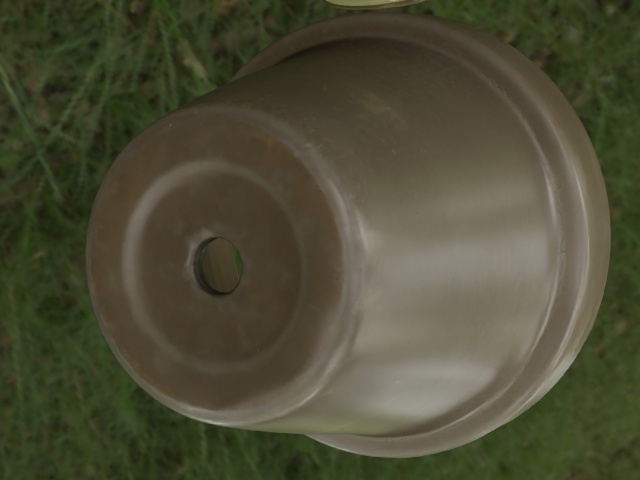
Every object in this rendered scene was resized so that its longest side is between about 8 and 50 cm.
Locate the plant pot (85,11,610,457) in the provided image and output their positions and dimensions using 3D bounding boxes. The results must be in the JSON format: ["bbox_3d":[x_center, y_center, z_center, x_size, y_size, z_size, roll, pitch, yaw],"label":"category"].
[{"bbox_3d":[0.000,0.000,0.673,0.263,0.263,0.229,-46,164,21],"label":"plant pot"}]

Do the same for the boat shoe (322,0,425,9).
[{"bbox_3d":[0.049,-0.130,0.436,0.060,0.064,0.178,40,150,-29],"label":"boat shoe"}]
